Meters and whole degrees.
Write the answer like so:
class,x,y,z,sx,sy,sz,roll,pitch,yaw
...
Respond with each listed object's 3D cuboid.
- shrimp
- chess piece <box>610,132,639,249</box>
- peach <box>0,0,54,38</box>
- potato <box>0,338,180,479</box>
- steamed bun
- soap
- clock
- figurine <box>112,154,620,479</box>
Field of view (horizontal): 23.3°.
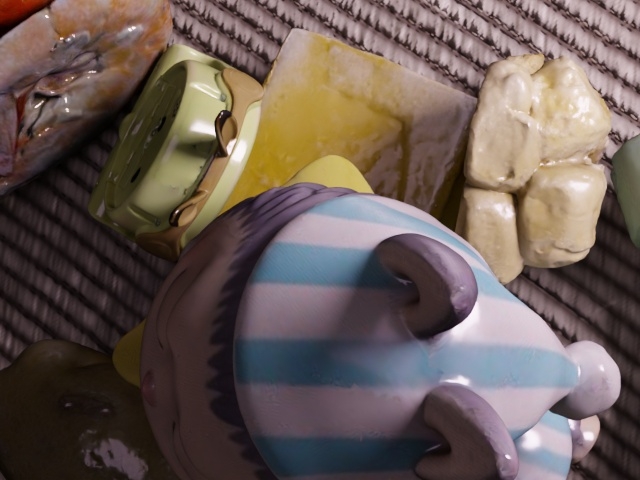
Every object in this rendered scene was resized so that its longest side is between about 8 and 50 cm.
class,x,y,z,sx,sy,sz,roll,pitch,yaw
shrimp,-0.254,-0.111,1.314,0.317,0.164,0.062,-41,60,11
chess piece,0.317,0.056,1.150,0.194,0.194,0.299,-21,69,10
peach,-0.272,-0.261,1.317,0.257,0.232,0.232,34,91,-17
potato,-0.171,0.175,1.243,0.235,0.160,0.178,37,120,14
steamed bun,0.171,-0.048,1.191,0.106,0.177,0.192,14,93,14
soap,0.000,0.000,1.274,0.199,0.091,0.315,24,89,14
clock,-0.111,-0.069,1.243,0.069,0.232,0.170,28,90,-20
figurine,0.063,0.132,1.022,0.361,0.378,0.266,31,93,-16
